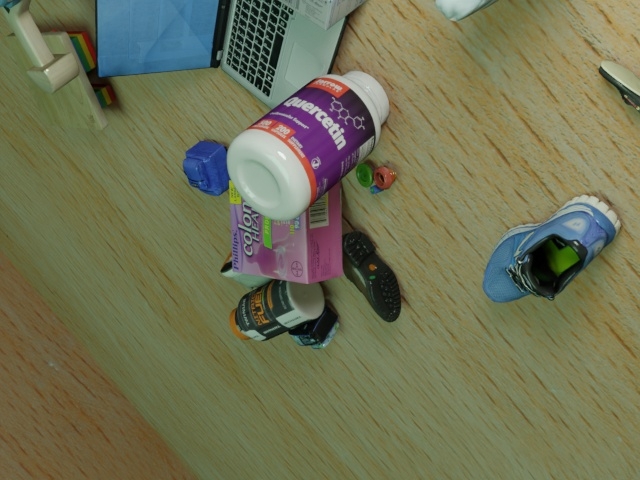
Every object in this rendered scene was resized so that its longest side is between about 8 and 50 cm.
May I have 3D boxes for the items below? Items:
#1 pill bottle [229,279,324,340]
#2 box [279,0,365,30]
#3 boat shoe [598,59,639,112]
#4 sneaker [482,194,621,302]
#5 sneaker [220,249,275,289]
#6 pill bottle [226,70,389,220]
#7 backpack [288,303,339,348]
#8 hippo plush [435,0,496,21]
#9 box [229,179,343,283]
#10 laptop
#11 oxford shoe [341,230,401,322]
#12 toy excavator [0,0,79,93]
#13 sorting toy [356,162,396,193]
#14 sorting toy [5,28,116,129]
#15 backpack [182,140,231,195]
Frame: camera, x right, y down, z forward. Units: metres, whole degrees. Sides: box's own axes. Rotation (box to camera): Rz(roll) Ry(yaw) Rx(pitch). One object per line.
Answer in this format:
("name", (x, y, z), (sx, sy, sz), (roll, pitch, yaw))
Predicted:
("pill bottle", (-0.117, 0.170, 2.280), (0.245, 0.130, 0.130), (-28, 103, 38))
("box", (0.007, -0.450, 1.605), (0.126, 0.137, 0.072), (36, 146, 16))
("boat shoe", (0.477, -0.225, 1.410), (0.133, 0.049, 0.042), (38, 136, 6))
("sneaker", (0.387, 0.039, 1.674), (0.130, 0.147, 0.330), (46, 145, 2))
("sneaker", (-0.128, 0.060, 2.297), (0.121, 0.099, 0.262), (40, 147, -28))
("pill bottle", (-0.012, -0.189, 1.716), (0.181, 0.323, 0.182), (27, 140, 25))
("backpack", (-0.018, 0.219, 2.306), (0.114, 0.105, 0.084), (-7, 132, 47))
("hippo plush", (0.220, -0.460, 1.279), (0.234, 0.294, 0.237), (-28, 95, 32))
("box", (-0.078, -0.029, 2.050), (0.243, 0.117, 0.214), (8, 103, 43))
("laptop", (-0.205, -0.374, 1.789), (0.408, 0.236, 0.382), (40, 151, 10))
("oxford shoe", (0.107, 0.082, 2.076), (0.227, 0.082, 0.096), (62, 152, -7))
("toy excavator", (-0.649, -0.554, 1.926), (0.433, 0.222, 0.445), (50, 158, -6))
("sorting toy", (0.120, -0.129, 1.891), (0.102, 0.042, 0.061), (20, 122, 50))
("sorting toy", (-0.650, -0.422, 2.360), (0.255, 0.089, 0.257), (10, 131, 41))
("backpack", (-0.269, -0.163, 2.205), (0.098, 0.101, 0.120), (21, 141, 42))
